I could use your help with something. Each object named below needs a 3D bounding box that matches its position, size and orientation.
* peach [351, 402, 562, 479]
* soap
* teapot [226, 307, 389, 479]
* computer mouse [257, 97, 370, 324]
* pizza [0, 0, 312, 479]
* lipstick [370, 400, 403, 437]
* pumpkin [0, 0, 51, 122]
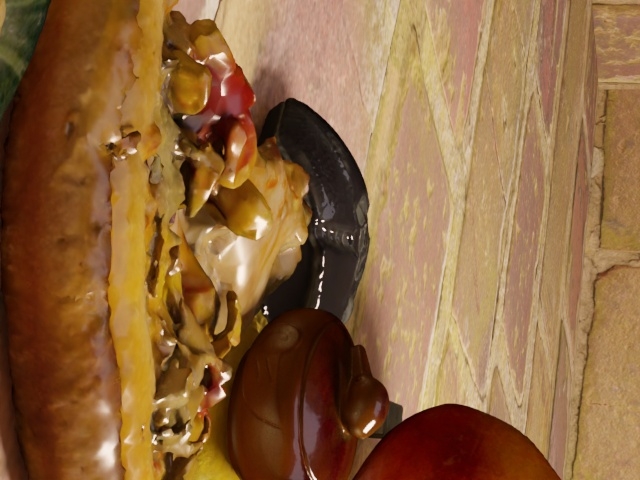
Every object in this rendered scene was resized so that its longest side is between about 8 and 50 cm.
[{"bbox_3d":[0.103,0.239,1.004,0.243,0.200,0.243,-14,90,-78],"label":"peach"},{"bbox_3d":[-0.046,0.094,0.769,0.089,0.033,0.168,72,24,-49],"label":"soap"},{"bbox_3d":[-0.002,0.097,0.725,0.098,0.078,0.129,60,34,-44],"label":"teapot"},{"bbox_3d":[0.000,0.000,0.869,0.106,0.062,0.192,-55,142,-62],"label":"computer mouse"},{"bbox_3d":[-0.068,0.028,0.629,0.287,0.074,0.251,49,48,-65],"label":"pizza"},{"bbox_3d":[0.037,0.139,1.062,0.129,0.030,0.030,34,60,-71],"label":"lipstick"},{"bbox_3d":[-0.129,-0.070,0.306,0.167,0.125,0.167,-43,147,-37],"label":"pumpkin"}]
